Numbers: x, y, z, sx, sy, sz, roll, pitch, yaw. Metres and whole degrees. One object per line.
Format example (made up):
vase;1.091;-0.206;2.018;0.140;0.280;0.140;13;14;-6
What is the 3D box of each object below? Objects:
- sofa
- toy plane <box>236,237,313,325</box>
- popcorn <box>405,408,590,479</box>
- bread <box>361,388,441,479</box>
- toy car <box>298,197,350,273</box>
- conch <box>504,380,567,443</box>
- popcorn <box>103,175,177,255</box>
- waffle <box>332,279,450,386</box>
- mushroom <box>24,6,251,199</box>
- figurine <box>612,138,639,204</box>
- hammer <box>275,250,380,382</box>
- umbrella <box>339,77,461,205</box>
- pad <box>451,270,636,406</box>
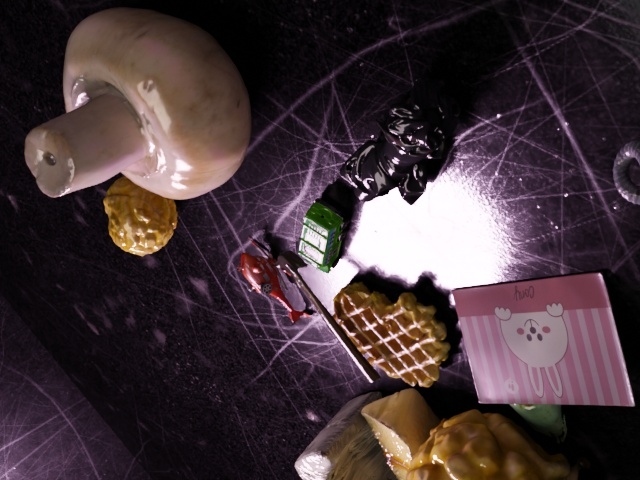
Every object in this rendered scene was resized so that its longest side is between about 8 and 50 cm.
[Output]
sofa;0.092;0.466;1.835;0.225;0.210;0.176;50;145;0
toy plane;-0.099;0.094;1.769;0.126;0.077;0.194;26;152;41
popcorn;0.280;0.476;1.507;0.349;0.382;0.349;44;173;7
bread;0.202;0.427;1.736;0.266;0.142;0.178;55;177;-20
toy car;0.000;0.000;1.563;0.071;0.062;0.165;34;145;17
conch;0.353;0.269;1.465;0.106;0.079;0.170;29;154;50
popcorn;-0.383;-0.054;1.849;0.180;0.170;0.179;3;102;13
waffle;0.120;0.161;1.612;0.253;0.056;0.249;32;145;23
mushroom;-0.290;-0.230;1.448;0.353;0.353;0.325;44;116;3
figurine;0.500;0.033;0.957;0.261;0.186;0.381;-26;100;44
hammer;0.015;0.143;1.639;0.297;0.027;0.125;54;163;0
umbrella;0.114;-0.124;1.277;0.272;0.122;0.110;126;142;-60
pad;0.331;0.158;1.354;0.300;0.005;0.202;-11;94;52
